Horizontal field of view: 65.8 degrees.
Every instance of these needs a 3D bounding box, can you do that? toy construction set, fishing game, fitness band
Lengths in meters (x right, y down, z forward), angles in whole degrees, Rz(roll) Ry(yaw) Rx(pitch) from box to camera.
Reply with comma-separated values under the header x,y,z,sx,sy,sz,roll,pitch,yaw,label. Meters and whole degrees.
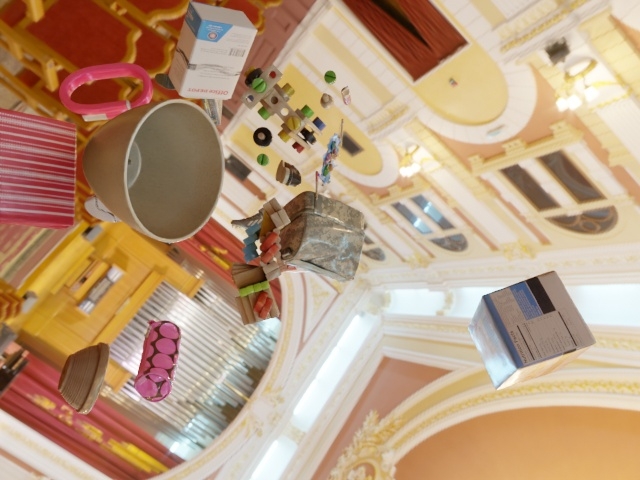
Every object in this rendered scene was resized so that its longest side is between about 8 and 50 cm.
x,y,z,sx,sy,sz,roll,pitch,yaw,label
-0.073,-0.375,1.335,0.308,0.258,0.237,-17,-179,5,toy construction set
0.039,-0.268,1.680,0.189,0.041,0.264,93,18,-55,fishing game
-0.702,-0.494,1.626,0.054,0.290,0.209,94,-13,-62,fitness band

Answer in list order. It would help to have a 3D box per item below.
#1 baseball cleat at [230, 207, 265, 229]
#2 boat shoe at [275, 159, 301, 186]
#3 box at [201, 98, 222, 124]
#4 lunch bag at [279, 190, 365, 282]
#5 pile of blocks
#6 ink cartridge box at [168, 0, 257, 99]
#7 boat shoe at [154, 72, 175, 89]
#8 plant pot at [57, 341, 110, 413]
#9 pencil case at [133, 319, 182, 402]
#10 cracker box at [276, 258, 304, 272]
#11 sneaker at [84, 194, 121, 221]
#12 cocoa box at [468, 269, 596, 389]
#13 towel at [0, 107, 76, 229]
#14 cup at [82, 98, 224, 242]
x,y,z,sx,sy,sz,roll,pitch,yaw,label
-0.284,-0.092,2.106,0.072,0.205,0.110,17,-82,51,baseball cleat
-0.121,-0.246,1.851,0.228,0.068,0.081,-120,-133,-67,boat shoe
-0.474,-0.647,2.156,0.233,0.059,0.184,92,-3,-66,box
0.000,0.000,1.775,0.212,0.305,0.256,-32,-134,42,lunch bag
-0.167,0.056,1.347,0.112,0.148,0.363,156,-60,-82,pile of blocks
-0.403,-0.688,1.825,0.223,0.129,0.307,-10,146,-41,ink cartridge box
-0.568,-0.617,1.929,0.048,0.152,0.056,-130,-131,-56,boat shoe
-0.802,0.450,1.659,0.237,0.109,0.238,-39,-141,41,plant pot
-0.404,0.291,1.227,0.095,0.098,0.209,-27,-148,6,pencil case
-0.112,0.015,2.043,0.067,0.155,0.233,-19,-105,43,cracker box
-0.787,-0.196,2.087,0.365,0.138,0.210,-9,-144,-1,sneaker
0.610,0.283,1.491,0.227,0.232,0.347,-19,153,0,cocoa box
-0.702,-0.168,1.208,0.031,0.198,0.275,-1,-93,41,towel
-0.428,-0.178,1.205,0.236,0.331,0.331,11,-130,26,cup
